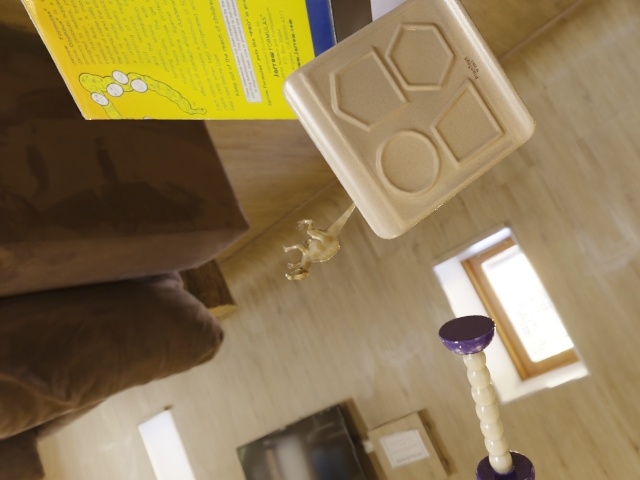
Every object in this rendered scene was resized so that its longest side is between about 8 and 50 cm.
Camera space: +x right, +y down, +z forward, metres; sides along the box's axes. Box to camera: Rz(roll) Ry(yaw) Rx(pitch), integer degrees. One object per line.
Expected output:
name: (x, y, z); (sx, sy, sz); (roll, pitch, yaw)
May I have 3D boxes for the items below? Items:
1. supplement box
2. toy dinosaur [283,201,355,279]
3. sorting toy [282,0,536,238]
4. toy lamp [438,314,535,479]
supplement box: (-0.131, -0.278, 0.702); (0.356, 0.194, 0.195); (4, 137, 16)
toy dinosaur: (0.000, 0.000, 0.950); (0.183, 0.092, 0.053); (-51, 132, -18)
sorting toy: (0.094, -0.133, 0.600); (0.208, 0.193, 0.038); (-35, -175, -9)
toy lamp: (0.220, 0.235, 0.747); (0.080, 0.275, 0.080); (-17, -165, 5)
